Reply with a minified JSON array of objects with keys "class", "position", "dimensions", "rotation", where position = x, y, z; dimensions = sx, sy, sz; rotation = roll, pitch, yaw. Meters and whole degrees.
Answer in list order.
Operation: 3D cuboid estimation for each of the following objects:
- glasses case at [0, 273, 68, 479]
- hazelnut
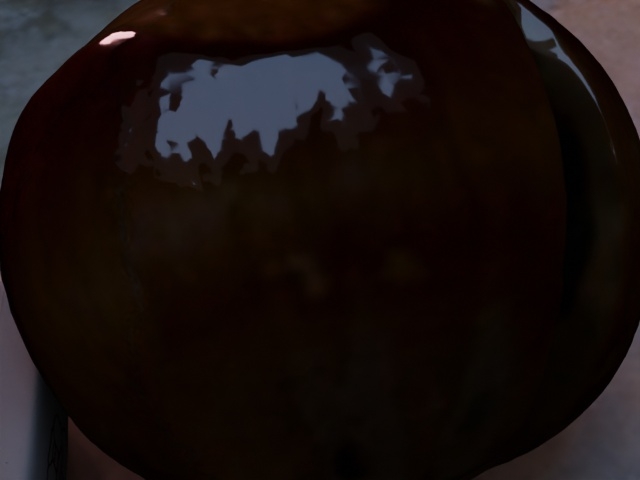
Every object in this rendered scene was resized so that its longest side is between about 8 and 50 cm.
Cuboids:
[{"class":"glasses case","position":[-0.119,0.095,0.597],"dimensions":[0.049,0.074,0.193],"rotation":[1,47,-2]},{"class":"hazelnut","position":[0.000,0.000,0.613],"dimensions":[0.251,0.217,0.217],"rotation":[-7,43,-42]}]
